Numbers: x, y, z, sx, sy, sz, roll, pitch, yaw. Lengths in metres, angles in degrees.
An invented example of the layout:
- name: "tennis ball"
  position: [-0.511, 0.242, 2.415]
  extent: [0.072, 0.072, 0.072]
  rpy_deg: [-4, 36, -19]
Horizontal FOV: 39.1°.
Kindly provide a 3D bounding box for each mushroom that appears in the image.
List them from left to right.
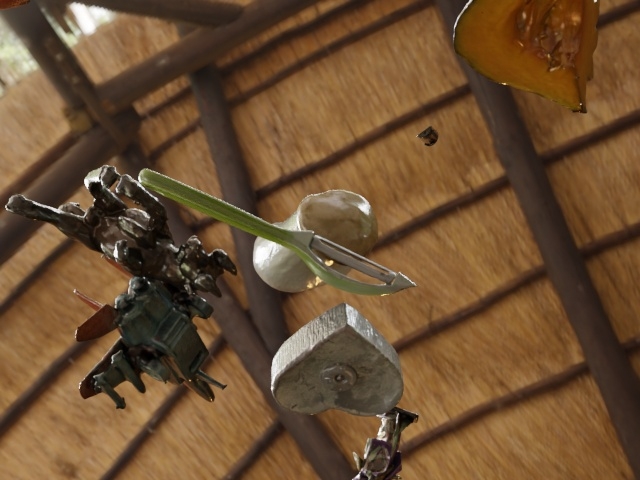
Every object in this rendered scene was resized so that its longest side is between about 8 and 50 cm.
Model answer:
- name: "mushroom"
  position: [0.000, 0.000, 1.277]
  extent: [0.159, 0.122, 0.328]
  rpy_deg: [-24, 176, -18]

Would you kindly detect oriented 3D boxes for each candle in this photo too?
- name: "candle"
  position: [0.028, 0.169, 1.267]
  extent: [0.192, 0.169, 0.068]
  rpy_deg: [1, -150, -6]

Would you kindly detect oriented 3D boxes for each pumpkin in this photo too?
- name: "pumpkin"
  position: [0.239, -0.266, 1.048]
  extent: [0.149, 0.254, 0.131]
  rpy_deg: [1, -118, 23]

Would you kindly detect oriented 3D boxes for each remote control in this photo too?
- name: "remote control"
  position: [0.183, -0.174, 1.511]
  extent: [0.034, 0.016, 0.091]
  rpy_deg: [-35, 171, 12]

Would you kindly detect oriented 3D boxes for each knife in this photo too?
- name: "knife"
  position: [-0.029, -0.003, 0.548]
  extent: [0.184, 0.022, 0.026]
  rpy_deg: [24, -104, 7]

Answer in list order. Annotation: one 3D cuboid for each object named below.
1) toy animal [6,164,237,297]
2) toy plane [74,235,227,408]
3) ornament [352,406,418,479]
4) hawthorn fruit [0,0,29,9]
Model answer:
- name: "toy animal"
  position: [-0.202, -0.002, 0.917]
  extent: [0.232, 0.148, 0.084]
  rpy_deg: [20, -114, 26]
- name: "toy plane"
  position: [-0.172, 0.128, 1.067]
  extent: [0.104, 0.326, 0.223]
  rpy_deg: [19, -117, 33]
- name: "ornament"
  position: [0.085, 0.349, 1.403]
  extent: [0.088, 0.081, 0.203]
  rpy_deg: [20, -112, 14]
- name: "hawthorn fruit"
  position: [-0.379, -0.346, 1.105]
  extent: [0.128, 0.128, 0.128]
  rpy_deg: [-19, -143, 15]
